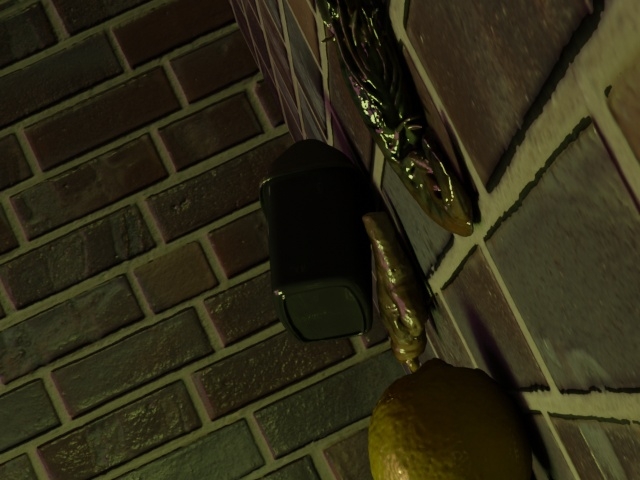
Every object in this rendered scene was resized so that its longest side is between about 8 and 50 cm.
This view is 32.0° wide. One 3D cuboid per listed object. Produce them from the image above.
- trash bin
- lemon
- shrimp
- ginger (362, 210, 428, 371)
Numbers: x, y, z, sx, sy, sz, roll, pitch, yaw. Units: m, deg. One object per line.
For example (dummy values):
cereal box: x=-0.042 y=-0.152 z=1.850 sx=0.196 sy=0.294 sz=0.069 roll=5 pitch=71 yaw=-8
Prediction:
trash bin: x=0.000 y=0.000 z=1.791 sx=0.209 sy=0.182 sz=0.290 roll=70 pitch=-167 yaw=-53
lemon: x=0.153 y=0.252 z=1.326 sx=0.192 sy=0.192 sz=0.231 roll=73 pitch=-171 yaw=-76
shrimp: x=0.070 y=-0.122 z=0.998 sx=0.296 sy=0.058 sz=0.169 roll=62 pitch=173 yaw=-30
ginger: x=0.128 y=0.092 z=1.722 sx=0.333 sy=0.080 sz=0.166 roll=82 pitch=165 yaw=-61
